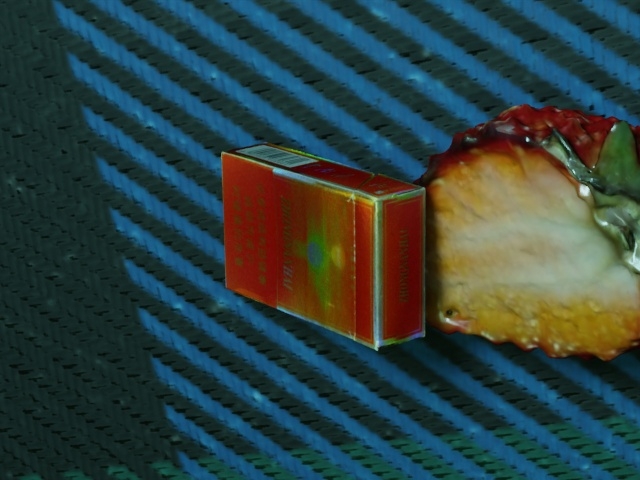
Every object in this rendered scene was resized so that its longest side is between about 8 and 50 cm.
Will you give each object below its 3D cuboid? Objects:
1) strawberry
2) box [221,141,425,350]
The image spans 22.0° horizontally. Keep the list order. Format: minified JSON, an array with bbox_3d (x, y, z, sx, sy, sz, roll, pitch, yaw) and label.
[{"bbox_3d":[0.151,-0.015,1.134,0.236,0.111,0.190,-12,114,46],"label":"strawberry"},{"bbox_3d":[0.001,0.000,1.168,0.175,0.048,0.112,21,117,46],"label":"box"}]
